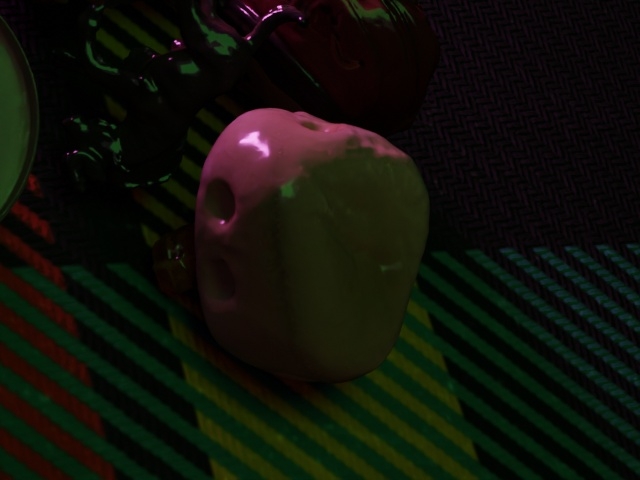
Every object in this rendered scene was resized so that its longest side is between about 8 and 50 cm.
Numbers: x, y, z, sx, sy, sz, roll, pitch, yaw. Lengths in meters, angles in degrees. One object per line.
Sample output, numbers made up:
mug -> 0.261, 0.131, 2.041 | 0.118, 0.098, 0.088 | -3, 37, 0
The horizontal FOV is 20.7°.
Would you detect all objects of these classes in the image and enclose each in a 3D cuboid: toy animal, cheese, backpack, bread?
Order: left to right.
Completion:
toy animal -> -0.127, -0.138, 1.423 | 0.233, 0.084, 0.148 | -37, 90, -4
bread -> -0.074, 0.003, 1.449 | 0.157, 0.044, 0.052 | -20, 74, -41
cheese -> 0.000, 0.000, 1.405 | 0.218, 0.117, 0.235 | -42, 123, -34
backpack -> 0.010, -0.173, 1.503 | 0.139, 0.229, 0.229 | -42, 89, -24

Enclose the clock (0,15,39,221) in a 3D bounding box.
clock -> -0.322, -0.094, 1.281 | 0.235, 0.029, 0.234 | 1, 87, -24

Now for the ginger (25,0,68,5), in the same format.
ginger -> -0.199, -0.358, 1.524 | 0.274, 0.152, 0.357 | -7, 68, -38
